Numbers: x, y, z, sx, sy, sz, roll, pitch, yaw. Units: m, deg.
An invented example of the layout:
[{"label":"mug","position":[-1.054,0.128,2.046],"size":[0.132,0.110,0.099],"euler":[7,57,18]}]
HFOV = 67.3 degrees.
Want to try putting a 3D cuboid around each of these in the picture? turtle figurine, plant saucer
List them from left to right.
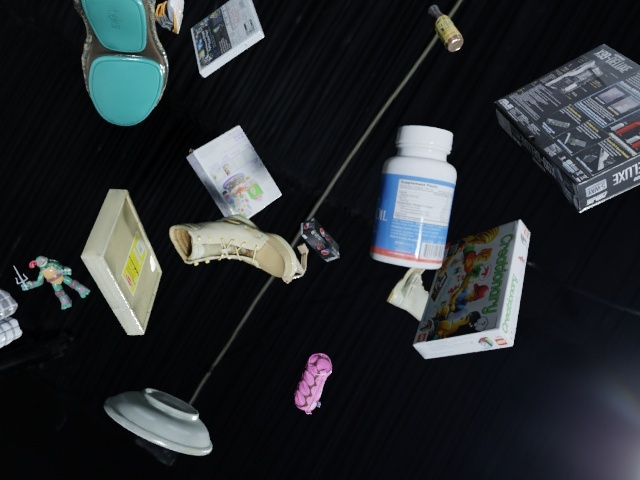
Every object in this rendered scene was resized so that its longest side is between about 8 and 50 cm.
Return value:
[{"label":"turtle figurine","position":[-0.953,0.132,1.721],"size":[0.234,0.175,0.118],"euler":[59,-168,-34]},{"label":"plant saucer","position":[-0.542,0.606,1.674],"size":[0.400,0.101,0.400],"euler":[24,166,6]}]

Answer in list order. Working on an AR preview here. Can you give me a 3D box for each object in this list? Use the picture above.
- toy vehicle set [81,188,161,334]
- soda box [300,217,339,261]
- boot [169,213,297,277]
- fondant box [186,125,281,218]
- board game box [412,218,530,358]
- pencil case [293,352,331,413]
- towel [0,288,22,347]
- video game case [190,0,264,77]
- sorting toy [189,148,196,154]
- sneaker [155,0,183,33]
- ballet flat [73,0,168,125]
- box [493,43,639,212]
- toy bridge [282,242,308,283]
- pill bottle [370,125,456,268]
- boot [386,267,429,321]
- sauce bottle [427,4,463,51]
[{"label":"toy vehicle set","position":[-0.387,0.050,0.967],"size":[0.035,0.166,0.267],"euler":[1,139,1]},{"label":"soda box","position":[0.000,0.000,1.615],"size":[0.169,0.053,0.060],"euler":[48,-151,-40]},{"label":"boot","position":[-0.200,0.021,1.103],"size":[0.261,0.095,0.203],"euler":[34,-152,33]},{"label":"fondant box","position":[-0.342,-0.257,1.933],"size":[0.096,0.238,0.331],"euler":[-13,112,56]},{"label":"board game box","position":[0.319,0.098,0.999],"size":[0.192,0.305,0.053],"euler":[-24,117,43]},{"label":"pencil case","position":[-0.024,0.482,1.619],"size":[0.095,0.210,0.098],"euler":[9,-147,-12]},{"label":"towel","position":[-0.714,0.150,0.819],"size":[0.283,0.122,0.235],"euler":[7,-158,16]},{"label":"video game case","position":[-0.226,-0.495,1.145],"size":[0.022,0.173,0.191],"euler":[43,-156,-53]},{"label":"sorting toy","position":[-0.489,-0.359,1.999],"size":[0.075,0.045,0.083],"euler":[-6,177,44]},{"label":"sneaker","position":[-0.485,-0.721,1.534],"size":[0.083,0.084,0.215],"euler":[16,179,-20]},{"label":"ballet flat","position":[-0.373,-0.401,0.915],"size":[0.163,0.182,0.483],"euler":[0,167,-19]},{"label":"box","position":[0.512,-0.224,0.906],"size":[0.077,0.242,0.308],"euler":[54,-168,-43]},{"label":"toy bridge","position":[-0.075,0.082,1.517],"size":[0.063,0.026,0.188],"euler":[60,-151,-19]},{"label":"pill bottle","position":[0.157,-0.071,0.801],"size":[0.124,0.222,0.124],"euler":[8,-177,-1]},{"label":"boot","position":[0.320,0.170,1.510],"size":[0.165,0.077,0.213],"euler":[35,-137,15]},{"label":"sauce bottle","position":[0.280,-0.485,1.093],"size":[0.042,0.042,0.128],"euler":[29,-146,-57]}]
